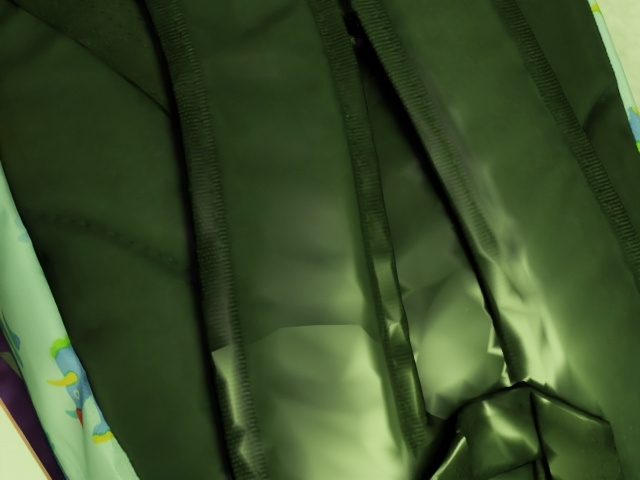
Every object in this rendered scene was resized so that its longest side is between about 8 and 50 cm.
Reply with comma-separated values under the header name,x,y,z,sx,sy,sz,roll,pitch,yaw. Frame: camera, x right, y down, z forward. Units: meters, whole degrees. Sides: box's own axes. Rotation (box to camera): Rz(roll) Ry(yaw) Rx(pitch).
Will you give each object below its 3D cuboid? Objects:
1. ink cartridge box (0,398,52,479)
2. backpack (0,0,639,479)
name,x,y,z,sx,sy,sz,roll,pitch,yaw
ink cartridge box,-0.161,0.150,0.442,0.115,0.198,0.067,57,30,6
backpack,0.000,0.000,0.498,0.290,0.273,0.355,-15,57,-23
